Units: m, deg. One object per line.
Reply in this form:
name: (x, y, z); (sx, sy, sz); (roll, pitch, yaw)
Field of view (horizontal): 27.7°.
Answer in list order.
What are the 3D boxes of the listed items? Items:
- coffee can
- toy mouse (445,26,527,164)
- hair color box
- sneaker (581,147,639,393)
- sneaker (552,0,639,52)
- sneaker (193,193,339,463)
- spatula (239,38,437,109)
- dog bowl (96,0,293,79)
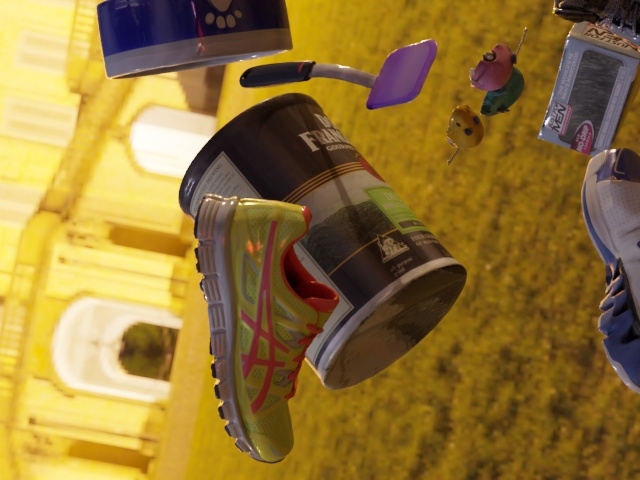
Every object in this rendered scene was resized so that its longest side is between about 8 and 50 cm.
coffee can: (0.000, 0.000, 1.454); (0.275, 0.201, 0.201); (50, 151, 21)
toy mouse: (0.180, -0.156, 1.316); (0.143, 0.031, 0.161); (-51, -19, -13)
hair color box: (0.459, -0.306, 2.003); (0.374, 0.114, 0.185); (-54, -20, -46)
sneaker: (0.416, 0.014, 1.492); (0.182, 0.127, 0.315); (-29, 40, 31)
sneaker: (0.372, -0.270, 1.554); (0.268, 0.153, 0.101); (53, 128, 47)
sneaker: (-0.031, 0.066, 0.931); (0.081, 0.094, 0.208); (-86, -11, -69)
spatula: (0.012, -0.184, 1.438); (0.030, 0.296, 0.084); (43, -116, -42)
dog bowl: (-0.175, -0.295, 1.806); (0.265, 0.265, 0.104); (-118, 19, -84)
